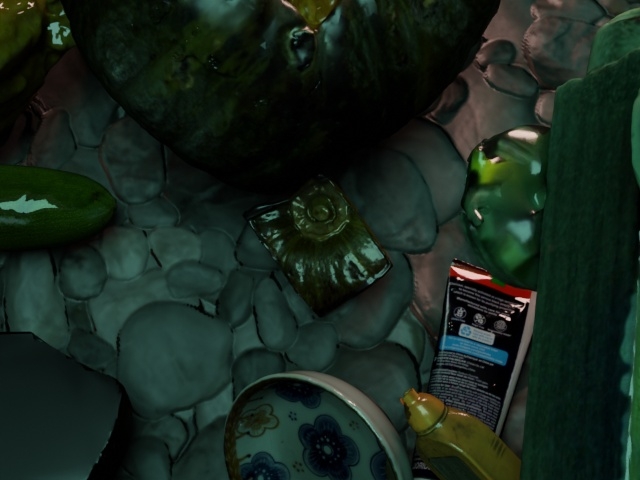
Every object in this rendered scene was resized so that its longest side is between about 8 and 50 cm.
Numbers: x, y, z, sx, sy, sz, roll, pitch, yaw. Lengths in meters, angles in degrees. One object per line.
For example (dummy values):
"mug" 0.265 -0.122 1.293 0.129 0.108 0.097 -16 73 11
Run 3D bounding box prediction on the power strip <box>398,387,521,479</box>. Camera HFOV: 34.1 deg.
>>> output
"power strip" 0.110 0.153 0.639 0.178 0.049 0.028 46 61 -12

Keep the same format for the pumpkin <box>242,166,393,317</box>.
"pumpkin" 0.000 0.002 0.752 0.073 0.035 0.101 -35 74 7

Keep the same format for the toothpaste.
"toothpaste" 0.100 0.109 0.698 0.071 0.045 0.194 16 69 4

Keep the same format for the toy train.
"toy train" 0.215 0.097 0.576 0.272 0.179 0.442 18 71 -26

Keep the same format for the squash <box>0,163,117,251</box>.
"squash" -0.280 -0.029 0.781 0.258 0.069 0.069 6 72 10

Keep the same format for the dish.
"dish" 0.014 0.139 0.681 0.141 0.078 0.141 14 114 33

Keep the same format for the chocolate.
"chocolate" -0.190 0.130 0.711 0.125 0.080 0.149 -24 63 -13

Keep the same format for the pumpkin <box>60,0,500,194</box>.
"pumpkin" -0.030 -0.202 0.716 0.320 0.192 0.321 1 81 -9

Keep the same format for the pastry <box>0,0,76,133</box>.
"pastry" -0.314 -0.167 0.783 0.235 0.132 0.240 -30 70 -37
